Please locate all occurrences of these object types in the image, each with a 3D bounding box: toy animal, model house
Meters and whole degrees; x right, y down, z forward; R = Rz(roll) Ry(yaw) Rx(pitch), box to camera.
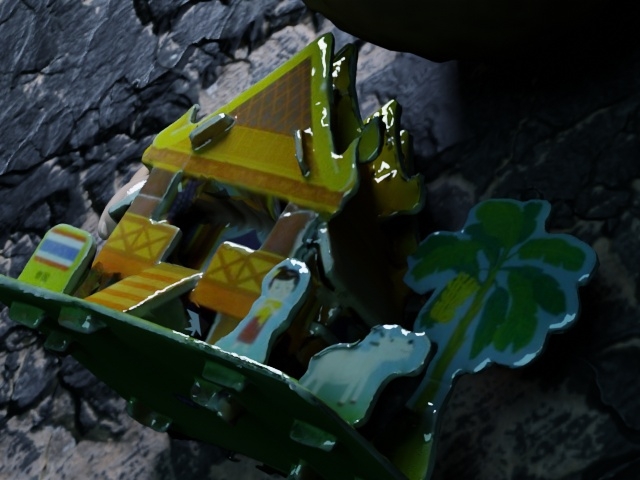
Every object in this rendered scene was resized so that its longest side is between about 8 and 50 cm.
[{"bbox_3d":[-0.135,-0.023,1.291,0.114,0.091,0.082,-59,16,-26],"label":"toy animal"},{"bbox_3d":[0.000,0.000,1.060,0.358,0.242,0.312,14,69,43],"label":"model house"}]

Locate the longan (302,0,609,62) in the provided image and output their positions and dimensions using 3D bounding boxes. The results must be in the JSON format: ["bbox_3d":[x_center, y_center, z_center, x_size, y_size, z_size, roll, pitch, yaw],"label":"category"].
[{"bbox_3d":[0.103,-0.329,1.098,0.391,0.391,0.391,-19,53,27],"label":"longan"}]
